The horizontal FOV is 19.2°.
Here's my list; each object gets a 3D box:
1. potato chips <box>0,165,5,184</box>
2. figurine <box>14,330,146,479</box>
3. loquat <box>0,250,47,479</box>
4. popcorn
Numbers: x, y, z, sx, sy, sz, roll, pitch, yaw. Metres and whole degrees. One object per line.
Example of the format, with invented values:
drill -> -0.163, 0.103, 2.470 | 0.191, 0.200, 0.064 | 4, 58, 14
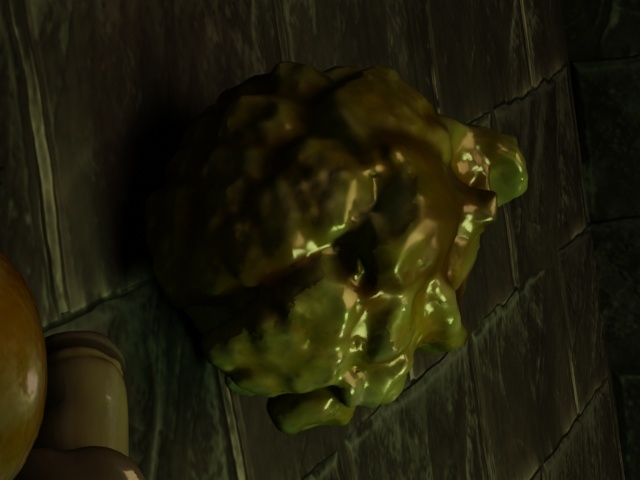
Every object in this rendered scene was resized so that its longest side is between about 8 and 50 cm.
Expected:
potato chips -> -0.259, 0.002, 0.902 | 0.220, 0.202, 0.029 | -48, 159, -41
figurine -> -0.163, 0.211, 1.096 | 0.203, 0.248, 0.380 | 50, 22, -30
loquat -> -0.236, 0.074, 0.985 | 0.227, 0.179, 0.179 | -34, 117, -71
popcorn -> 0.001, -0.006, 1.535 | 0.279, 0.274, 0.335 | 40, 31, -23
